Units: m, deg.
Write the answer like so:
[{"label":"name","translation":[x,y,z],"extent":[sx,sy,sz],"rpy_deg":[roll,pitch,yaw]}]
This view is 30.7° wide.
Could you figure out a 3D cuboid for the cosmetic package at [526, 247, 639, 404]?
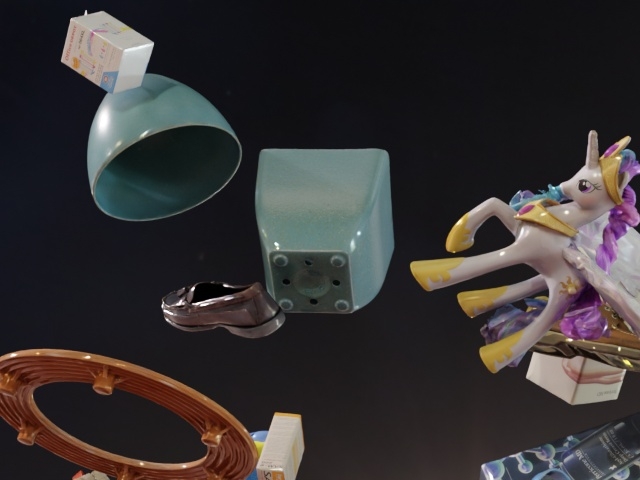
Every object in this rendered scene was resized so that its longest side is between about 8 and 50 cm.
[{"label":"cosmetic package","translation":[0.529,0.156,2.267],"extent":[0.153,0.296,0.129],"rpy_deg":[-2,22,-39]}]

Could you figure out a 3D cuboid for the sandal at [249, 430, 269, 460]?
[{"label":"sandal","translation":[-0.094,0.412,2.259],"extent":[0.126,0.138,0.317],"rpy_deg":[39,-21,6]}]

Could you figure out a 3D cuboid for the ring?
[{"label":"ring","translation":[-0.239,0.226,1.374],"extent":[0.336,0.032,0.337],"rpy_deg":[12,-33,8]}]

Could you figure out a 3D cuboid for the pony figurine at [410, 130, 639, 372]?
[{"label":"pony figurine","translation":[0.372,0.046,1.739],"extent":[0.363,0.303,0.351],"rpy_deg":[-32,-71,21]}]

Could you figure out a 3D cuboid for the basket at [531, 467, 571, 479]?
[{"label":"basket","translation":[0.306,0.477,1.551],"extent":[0.255,0.289,0.201],"rpy_deg":[53,-43,6]}]

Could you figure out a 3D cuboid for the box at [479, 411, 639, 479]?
[{"label":"box","translation":[0.499,0.483,1.964],"extent":[0.395,0.294,0.212],"rpy_deg":[-18,-33,-6]}]

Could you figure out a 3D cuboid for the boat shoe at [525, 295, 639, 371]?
[{"label":"boat shoe","translation":[0.505,0.163,2.109],"extent":[0.307,0.104,0.111],"rpy_deg":[10,-19,31]}]

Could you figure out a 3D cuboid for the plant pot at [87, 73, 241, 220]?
[{"label":"plant pot","translation":[-0.318,-0.200,2.216],"extent":[0.290,0.195,0.290],"rpy_deg":[-19,-28,-11]}]

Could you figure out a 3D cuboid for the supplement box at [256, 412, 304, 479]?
[{"label":"supplement box","translation":[-0.049,0.271,1.452],"extent":[0.036,0.098,0.062],"rpy_deg":[4,-55,12]}]

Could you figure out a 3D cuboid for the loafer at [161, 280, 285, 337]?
[{"label":"loafer","translation":[-0.186,0.105,2.110],"extent":[0.302,0.109,0.095],"rpy_deg":[4,-56,45]}]

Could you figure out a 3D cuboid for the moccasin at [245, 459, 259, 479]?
[{"label":"moccasin","translation":[-0.089,0.487,1.729],"extent":[0.116,0.342,0.137],"rpy_deg":[-32,-20,25]}]

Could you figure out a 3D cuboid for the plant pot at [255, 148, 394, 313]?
[{"label":"plant pot","translation":[0.000,0.000,2.158],"extent":[0.247,0.252,0.247],"rpy_deg":[0,-53,8]}]

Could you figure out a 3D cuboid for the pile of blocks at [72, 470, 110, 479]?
[{"label":"pile of blocks","translation":[-0.434,0.535,2.152],"extent":[0.112,0.149,0.362],"rpy_deg":[42,-27,31]}]

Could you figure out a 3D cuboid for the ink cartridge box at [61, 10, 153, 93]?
[{"label":"ink cartridge box","translation":[-0.390,-0.342,2.097],"extent":[0.143,0.090,0.092],"rpy_deg":[32,-59,18]}]
